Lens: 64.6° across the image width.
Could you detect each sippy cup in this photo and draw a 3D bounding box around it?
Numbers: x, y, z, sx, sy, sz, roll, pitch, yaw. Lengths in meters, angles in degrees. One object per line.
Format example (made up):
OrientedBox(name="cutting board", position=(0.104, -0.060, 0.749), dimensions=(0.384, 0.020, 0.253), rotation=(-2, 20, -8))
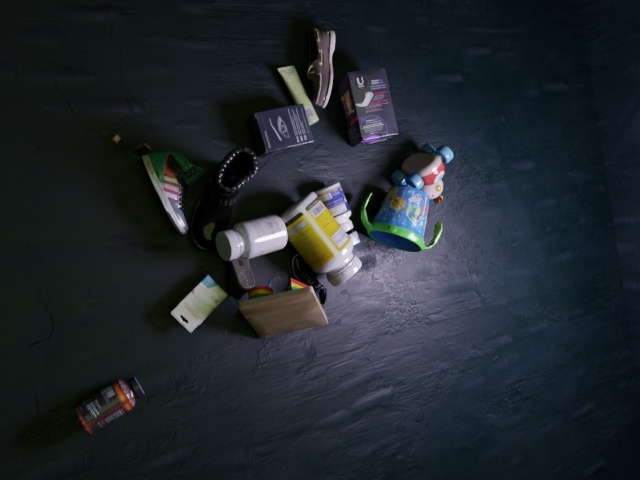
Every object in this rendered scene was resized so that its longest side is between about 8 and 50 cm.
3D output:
OrientedBox(name="sippy cup", position=(0.330, -0.098, 2.041), dimensions=(0.305, 0.240, 0.224), rotation=(31, 73, -45))

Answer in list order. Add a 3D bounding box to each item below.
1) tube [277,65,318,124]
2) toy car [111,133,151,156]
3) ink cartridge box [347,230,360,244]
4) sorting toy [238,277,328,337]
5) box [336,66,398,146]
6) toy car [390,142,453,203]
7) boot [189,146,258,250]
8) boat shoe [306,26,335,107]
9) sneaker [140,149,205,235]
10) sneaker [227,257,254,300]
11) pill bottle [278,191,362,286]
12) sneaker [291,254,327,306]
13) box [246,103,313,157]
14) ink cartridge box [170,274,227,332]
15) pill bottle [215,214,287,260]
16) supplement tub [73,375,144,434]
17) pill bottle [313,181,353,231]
OrientedBox(name="tube", position=(-0.083, -0.565, 1.969), dimensions=(0.062, 0.070, 0.240), rotation=(-25, 96, 6))
OrientedBox(name="toy car", position=(-0.627, -0.330, 1.696), dimensions=(0.122, 0.060, 0.041), rotation=(33, 42, -27))
OrientedBox(name="ink cartridge box", position=(0.114, 0.001, 2.046), dimensions=(0.083, 0.028, 0.048), rotation=(-27, 98, -24))
OrientedBox(name="sorting toy", position=(-0.127, 0.229, 1.781), dimensions=(0.257, 0.255, 0.089), rotation=(-13, 54, 6))
OrientedBox(name="box", position=(0.188, -0.533, 2.036), dimensions=(0.165, 0.143, 0.271), rotation=(-13, 94, -16))
OrientedBox(name="toy car", position=(0.465, -0.249, 2.146), dimensions=(0.219, 0.210, 0.238), rotation=(-43, 118, -10))
OrientedBox(name="boot", position=(-0.334, -0.136, 1.710), dimensions=(0.131, 0.260, 0.348), rotation=(17, 80, -24))
OrientedBox(name="boat shoe", position=(-0.007, -0.678, 1.980), dimensions=(0.096, 0.116, 0.325), rotation=(7, 80, -21))
OrientedBox(name="sneaker", position=(-0.470, -0.180, 1.730), dimensions=(0.178, 0.124, 0.296), rotation=(-25, 97, -15))
OrientedBox(name="sneaker", position=(-0.309, 0.099, 1.817), dimensions=(0.083, 0.118, 0.222), rotation=(3, 57, -34))
OrientedBox(name="pill bottle", position=(0.000, 0.000, 1.888), dimensions=(0.188, 0.188, 0.334), rotation=(-41, 98, -22))
OrientedBox(name="sneaker", position=(-0.030, 0.152, 1.918), dimensions=(0.079, 0.121, 0.217), rotation=(-24, 98, -25))
OrientedBox(name="box", position=(-0.152, -0.411, 1.896), dimensions=(0.207, 0.108, 0.153), rotation=(-17, 95, -25))
OrientedBox(name="ink cartridge box", position=(-0.426, 0.218, 1.758), dimensions=(0.181, 0.061, 0.104), rotation=(-47, 106, -21))
OrientedBox(name="pill bottle", position=(-0.240, -0.006, 1.762), dimensions=(0.229, 0.131, 0.131), rotation=(-17, 95, -39))
OrientedBox(name="supplement tub", position=(-0.664, 0.515, 1.604), dimensions=(0.197, 0.106, 0.106), rotation=(-29, 100, -24))
OrientedBox(name="pill bottle", position=(0.056, -0.123, 1.979), dimensions=(0.112, 0.112, 0.187), rotation=(-26, 99, -24))
